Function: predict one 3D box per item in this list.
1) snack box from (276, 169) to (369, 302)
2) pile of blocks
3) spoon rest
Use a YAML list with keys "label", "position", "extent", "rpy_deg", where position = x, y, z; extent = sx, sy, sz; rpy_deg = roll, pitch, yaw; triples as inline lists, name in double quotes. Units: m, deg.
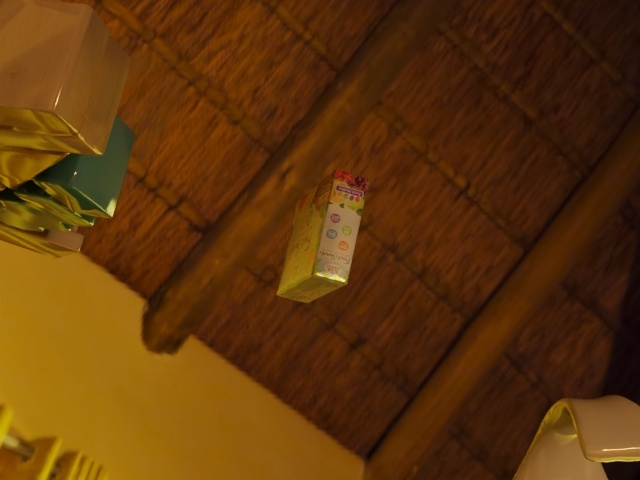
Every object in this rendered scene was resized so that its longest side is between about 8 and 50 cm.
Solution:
- label: "snack box"
  position: [0.000, 0.000, 0.992]
  extent: [0.037, 0.100, 0.141]
  rpy_deg: [14, -14, -12]
- label: "pile of blocks"
  position: [-0.165, -0.070, 0.522]
  extent: [0.149, 0.113, 0.362]
  rpy_deg: [23, -18, -32]
- label: "spoon rest"
  position: [0.179, 0.204, 0.765]
  extent: [0.137, 0.084, 0.276]
  rpy_deg: [-1, -48, -7]
